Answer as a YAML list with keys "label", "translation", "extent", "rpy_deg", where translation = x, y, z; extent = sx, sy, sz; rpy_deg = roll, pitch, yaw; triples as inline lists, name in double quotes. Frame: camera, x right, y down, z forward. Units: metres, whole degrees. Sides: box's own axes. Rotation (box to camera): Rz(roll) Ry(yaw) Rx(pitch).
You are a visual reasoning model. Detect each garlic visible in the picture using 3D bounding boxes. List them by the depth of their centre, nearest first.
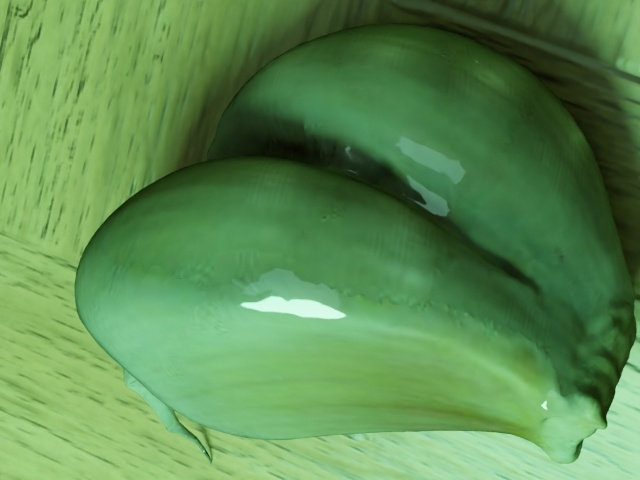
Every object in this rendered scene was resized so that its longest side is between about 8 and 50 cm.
- label: "garlic"
  translation: [0.000, 0.000, 0.954]
  extent: [0.340, 0.231, 0.246]
  rpy_deg: [-9, 147, 40]
